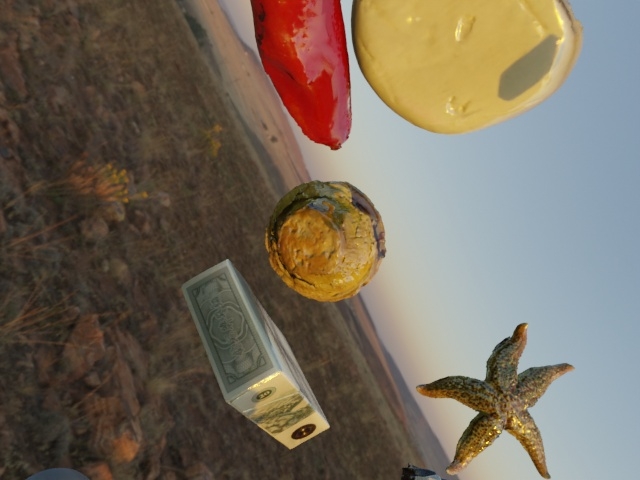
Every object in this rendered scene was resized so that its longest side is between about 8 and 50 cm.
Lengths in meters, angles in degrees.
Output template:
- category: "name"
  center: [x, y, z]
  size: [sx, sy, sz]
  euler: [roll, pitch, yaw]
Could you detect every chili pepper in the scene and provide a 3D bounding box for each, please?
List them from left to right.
- category: "chili pepper"
  center: [-0.019, -0.236, 0.580]
  size: [0.387, 0.110, 0.110]
  euler: [76, -9, -54]

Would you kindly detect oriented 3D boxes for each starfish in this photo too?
- category: "starfish"
  center: [0.233, 0.216, 0.654]
  size: [0.176, 0.208, 0.053]
  euler: [52, 4, 8]

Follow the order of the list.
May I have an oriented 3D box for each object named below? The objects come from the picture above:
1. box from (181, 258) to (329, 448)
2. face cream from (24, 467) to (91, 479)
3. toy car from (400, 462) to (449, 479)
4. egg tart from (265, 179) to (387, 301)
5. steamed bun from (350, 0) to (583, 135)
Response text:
- category: "box"
  center: [-0.076, 0.158, 0.680]
  size: [0.164, 0.069, 0.256]
  euler: [58, -6, 34]
- category: "face cream"
  center: [-0.144, 0.201, 0.320]
  size: [0.250, 0.077, 0.077]
  euler: [-15, -77, 51]
- category: "toy car"
  center: [0.231, 0.568, 1.056]
  size: [0.301, 0.118, 0.193]
  euler: [48, 42, -49]
- category: "egg tart"
  center: [0.000, 0.000, 0.971]
  size: [0.241, 0.241, 0.106]
  euler: [65, 19, 7]
- category: "steamed bun"
  center: [0.213, -0.342, 0.810]
  size: [0.333, 0.312, 0.233]
  euler: [58, 32, -25]
